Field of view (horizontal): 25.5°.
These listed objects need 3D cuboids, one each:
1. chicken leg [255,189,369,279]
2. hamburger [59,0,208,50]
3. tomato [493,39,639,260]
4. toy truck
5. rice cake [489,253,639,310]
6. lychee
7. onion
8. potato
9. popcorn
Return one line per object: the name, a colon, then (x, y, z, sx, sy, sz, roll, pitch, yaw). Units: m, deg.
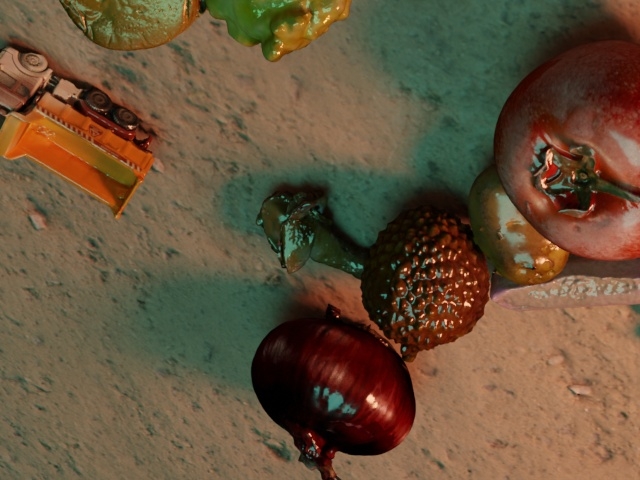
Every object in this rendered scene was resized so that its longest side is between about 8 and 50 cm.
chicken leg: (-0.007, 0.003, 2.061, 0.125, 0.080, 0.196, -30, 117, 24)
hamburger: (-0.237, -0.350, 1.799, 0.189, 0.122, 0.215, -29, 112, 31)
tomato: (0.353, -0.112, 1.713, 0.270, 0.227, 0.270, 17, 124, 27)
toy truck: (-0.369, -0.155, 2.012, 0.270, 0.135, 0.114, 31, 134, -8)
rice cake: (0.425, 0.053, 1.943, 0.399, 0.070, 0.064, -5, 131, 26)
lychee: (0.145, 0.065, 1.971, 0.200, 0.200, 0.238, 11, 113, 11)
onion: (0.011, 0.252, 2.148, 0.273, 0.285, 0.273, 18, 159, 7)
potato: (0.269, -0.027, 1.897, 0.137, 0.137, 0.176, -4, 107, 24)
popcorn: (-0.033, -0.348, 1.627, 0.293, 0.293, 0.237, -4, 123, 24)
